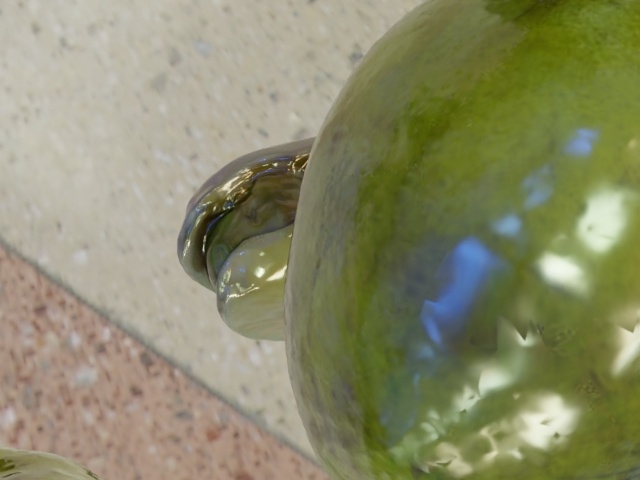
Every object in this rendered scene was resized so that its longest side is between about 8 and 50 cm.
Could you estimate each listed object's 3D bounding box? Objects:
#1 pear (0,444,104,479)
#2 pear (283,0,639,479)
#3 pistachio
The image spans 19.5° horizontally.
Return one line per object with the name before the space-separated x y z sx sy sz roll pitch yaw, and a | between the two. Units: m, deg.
pear | -0.135 0.163 0.614 0.197 0.197 0.197 -6 115 -13
pear | 0.152 0.004 1.213 0.352 0.352 0.413 23 90 -24
pistachio | 0.000 0.000 1.718 0.288 0.166 0.197 -9 131 -32
